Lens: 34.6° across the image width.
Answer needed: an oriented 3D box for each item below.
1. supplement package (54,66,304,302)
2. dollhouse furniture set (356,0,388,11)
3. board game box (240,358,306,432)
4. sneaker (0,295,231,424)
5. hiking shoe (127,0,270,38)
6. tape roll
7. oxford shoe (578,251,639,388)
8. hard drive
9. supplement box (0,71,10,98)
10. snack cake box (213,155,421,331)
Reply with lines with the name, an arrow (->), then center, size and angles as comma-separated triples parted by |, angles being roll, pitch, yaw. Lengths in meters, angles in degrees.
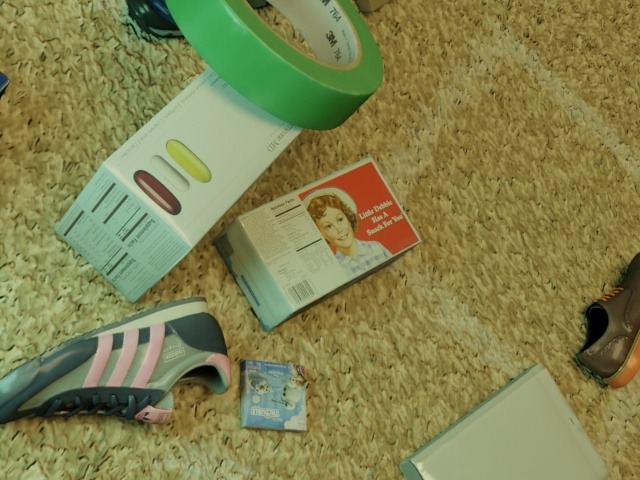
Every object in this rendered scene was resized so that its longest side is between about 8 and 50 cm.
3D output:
supplement package -> -0.178, -0.082, 1.320 | 0.145, 0.204, 0.262 | 44, 53, -7
dollhouse furniture set -> 0.066, -0.491, 1.764 | 0.144, 0.123, 0.151 | -39, 126, -37
board game box -> -0.063, 0.208, 1.370 | 0.090, 0.020, 0.090 | 10, 65, -27
sneaker -> -0.242, 0.171, 1.224 | 0.319, 0.112, 0.131 | -21, 77, -35
hiking shoe -> -0.153, -0.397, 1.524 | 0.304, 0.132, 0.113 | -31, 85, -37
tape roll -> -0.059, -0.293, 1.360 | 0.321, 0.077, 0.321 | 32, 35, -25
oxford shoe -> 0.504, 0.109, 1.708 | 0.098, 0.097, 0.271 | 33, 55, -7
hard drive -> 0.277, 0.336, 1.501 | 0.307, 0.040, 0.203 | -27, 84, -37
supplement box -> -0.567, -0.191, 1.146 | 0.356, 0.194, 0.195 | 39, 54, -9
snack cake box -> 0.000, 0.000, 1.460 | 0.264, 0.089, 0.152 | -26, 81, -37
